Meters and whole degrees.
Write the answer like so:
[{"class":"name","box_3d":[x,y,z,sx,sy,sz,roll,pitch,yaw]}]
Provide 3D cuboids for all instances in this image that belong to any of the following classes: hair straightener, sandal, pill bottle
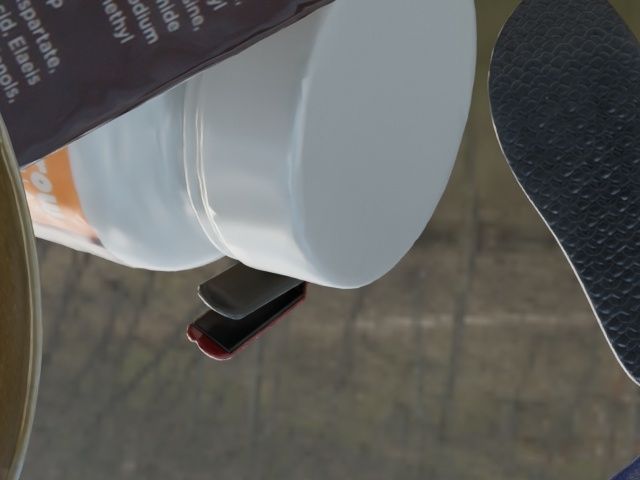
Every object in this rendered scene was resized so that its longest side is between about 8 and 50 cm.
[{"class":"hair straightener","box_3d":[0.000,0.000,1.391,0.047,0.089,0.230,40,-132,24]},{"class":"sandal","box_3d":[0.168,-0.030,1.161,0.097,0.254,0.054,-19,178,11]},{"class":"pill bottle","box_3d":[-0.131,-0.110,1.052,0.392,0.224,0.224,15,-177,28]}]

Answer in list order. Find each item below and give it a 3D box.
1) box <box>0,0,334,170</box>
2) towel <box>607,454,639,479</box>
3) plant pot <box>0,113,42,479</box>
[{"class":"box","box_3d":[-0.112,-0.124,0.557,0.381,0.143,0.191,-30,-140,-7]},{"class":"towel","box_3d":[0.285,0.161,0.940,0.285,0.209,0.034,41,160,39]},{"class":"plant pot","box_3d":[-0.171,0.004,0.391,0.236,0.236,0.032,4,-159,1]}]
